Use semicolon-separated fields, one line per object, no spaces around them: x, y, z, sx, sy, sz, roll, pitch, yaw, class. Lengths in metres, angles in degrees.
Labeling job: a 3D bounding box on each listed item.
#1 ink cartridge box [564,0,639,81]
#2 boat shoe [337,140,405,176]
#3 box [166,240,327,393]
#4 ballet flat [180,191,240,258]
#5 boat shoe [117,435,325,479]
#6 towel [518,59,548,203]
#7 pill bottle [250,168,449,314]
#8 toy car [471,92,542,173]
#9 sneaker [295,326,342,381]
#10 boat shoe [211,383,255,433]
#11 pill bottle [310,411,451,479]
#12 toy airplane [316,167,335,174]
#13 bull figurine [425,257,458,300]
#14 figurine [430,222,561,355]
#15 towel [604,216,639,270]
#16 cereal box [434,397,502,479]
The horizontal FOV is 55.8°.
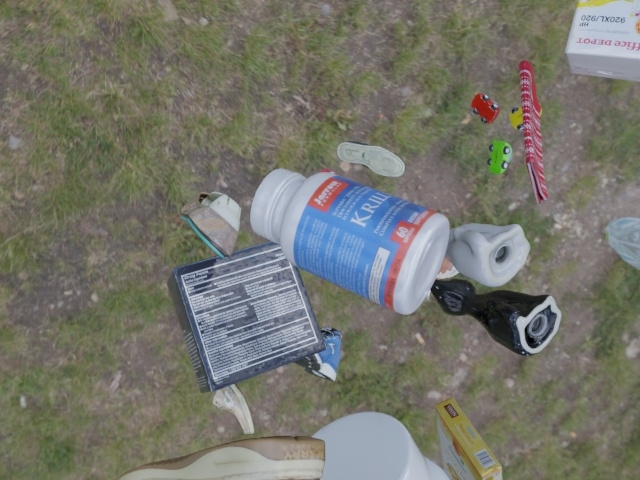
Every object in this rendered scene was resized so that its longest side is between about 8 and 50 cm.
0.603;-0.451;1.189;0.168;0.171;0.233;2;102;-62;ink cartridge box
0.170;-0.264;1.908;0.079;0.233;0.084;-21;128;-55;boat shoe
-0.185;0.181;1.474;0.296;0.183;0.294;-16;81;-23;box
-0.228;-0.053;1.287;0.106;0.316;0.107;-48;118;-6;ballet flat
-0.112;0.281;0.601;0.123;0.123;0.342;14;148;-39;boat shoe
0.484;-0.247;1.374;0.031;0.275;0.199;-7;152;25;towel
0.030;-0.009;0.722;0.124;0.221;0.124;-47;150;-39;pill bottle
0.535;-0.307;1.759;0.053;0.239;0.225;-8;110;-36;toy car
-0.016;0.323;1.865;0.330;0.129;0.147;59;47;-61;sneaker
-0.315;0.518;2.017;0.098;0.109;0.302;-26;79;-16;boat shoe
0.119;0.445;0.848;0.224;0.224;0.392;-31;113;-4;pill bottle
-0.025;-0.181;1.833;0.151;0.151;0.028;-29;97;-5;toy airplane
0.300;0.046;1.677;0.188;0.310;0.101;-41;138;-18;bull figurine
0.214;0.051;0.887;0.092;0.209;0.215;-42;117;-19;figurine
0.685;0.071;0.932;0.374;0.320;0.090;23;87;-22;towel
0.286;0.444;1.159;0.047;0.173;0.240;-20;125;-10;cereal box
